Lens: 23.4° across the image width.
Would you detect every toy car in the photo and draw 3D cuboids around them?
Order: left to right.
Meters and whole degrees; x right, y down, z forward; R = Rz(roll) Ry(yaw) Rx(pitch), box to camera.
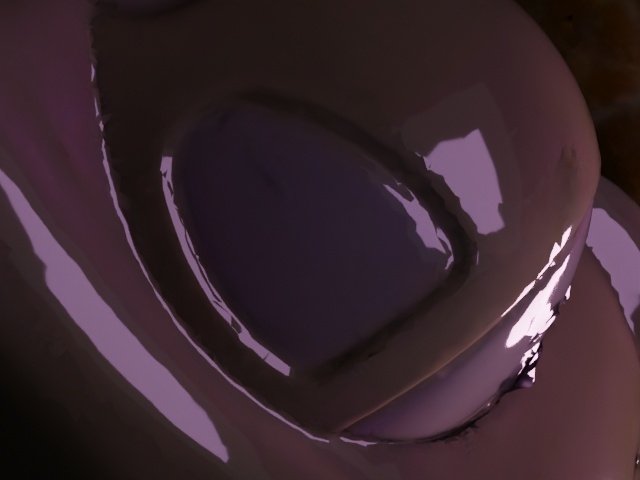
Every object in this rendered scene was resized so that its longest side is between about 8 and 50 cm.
[{"bbox_3d":[0.000,0.000,0.444,0.336,0.226,0.242,51,39,-13],"label":"toy car"}]

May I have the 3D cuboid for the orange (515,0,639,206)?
[{"bbox_3d":[0.152,-0.105,0.632,0.249,0.329,0.329,-42,128,3],"label":"orange"}]
